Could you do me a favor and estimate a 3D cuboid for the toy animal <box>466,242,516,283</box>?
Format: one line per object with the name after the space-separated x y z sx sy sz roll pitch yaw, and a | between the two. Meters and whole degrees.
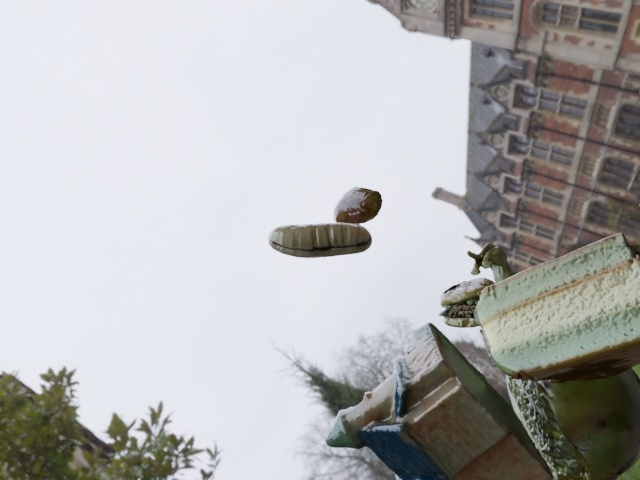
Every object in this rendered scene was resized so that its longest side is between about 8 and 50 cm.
0.409 0.069 1.250 0.181 0.073 0.136 56 -137 -11 | toy animal

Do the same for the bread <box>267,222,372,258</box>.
0.001 0.000 1.095 0.053 0.215 0.072 164 105 -85 | bread

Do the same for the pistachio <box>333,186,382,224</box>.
0.075 -0.081 1.292 0.049 0.173 0.089 2 -108 -40 | pistachio

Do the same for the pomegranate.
0.494 0.285 1.054 0.216 0.358 0.309 -18 -36 5 | pomegranate

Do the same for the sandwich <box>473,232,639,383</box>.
0.375 0.096 0.758 0.228 0.155 0.198 1 -33 -21 | sandwich

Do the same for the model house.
0.189 0.357 0.967 0.280 0.312 0.245 -41 12 11 | model house

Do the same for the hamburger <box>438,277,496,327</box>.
0.412 0.173 1.514 0.186 0.177 0.113 -12 -85 -14 | hamburger
